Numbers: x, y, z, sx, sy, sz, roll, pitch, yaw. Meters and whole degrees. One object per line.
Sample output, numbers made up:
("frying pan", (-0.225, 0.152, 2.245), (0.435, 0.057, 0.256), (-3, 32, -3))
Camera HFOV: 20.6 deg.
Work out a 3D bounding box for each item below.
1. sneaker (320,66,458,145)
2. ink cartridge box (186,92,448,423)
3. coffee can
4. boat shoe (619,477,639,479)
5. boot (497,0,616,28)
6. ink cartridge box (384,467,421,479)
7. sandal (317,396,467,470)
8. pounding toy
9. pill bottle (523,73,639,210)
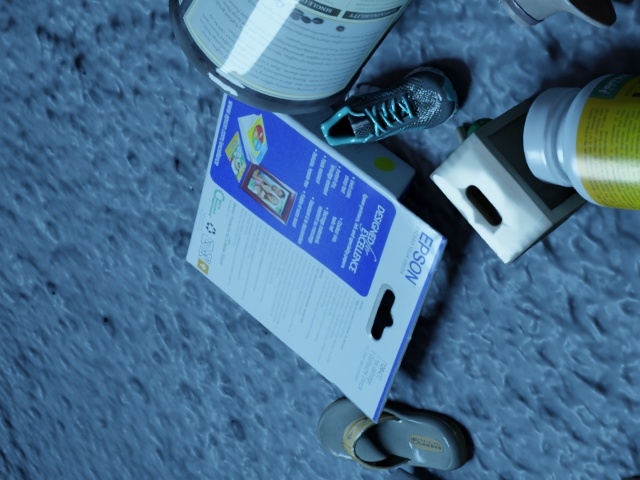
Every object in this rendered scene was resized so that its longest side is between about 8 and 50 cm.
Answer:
("sneaker", (0.066, -0.123, 1.739), (0.166, 0.076, 0.065), (-15, 107, 50))
("ink cartridge box", (0.000, 0.000, 1.911), (0.307, 0.072, 0.303), (37, 138, 19))
("coffee can", (0.002, -0.271, 1.595), (0.201, 0.201, 0.275), (49, 142, 8))
("boat shoe", (0.382, 0.399, 1.759), (0.341, 0.110, 0.121), (47, 141, 11))
("boot", (0.202, -0.215, 1.562), (0.118, 0.042, 0.087), (51, 148, 8))
("ink cartridge box", (0.189, 0.483, 1.976), (0.395, 0.166, 0.285), (29, 138, 29))
("sandal", (0.071, 0.232, 2.007), (0.219, 0.060, 0.090), (7, 122, 44))
("pounding toy", (0.171, -0.062, 1.645), (0.141, 0.130, 0.100), (50, 130, 7))
("pill bottle", (0.282, -0.083, 1.505), (0.208, 0.118, 0.117), (9, 123, 44))
